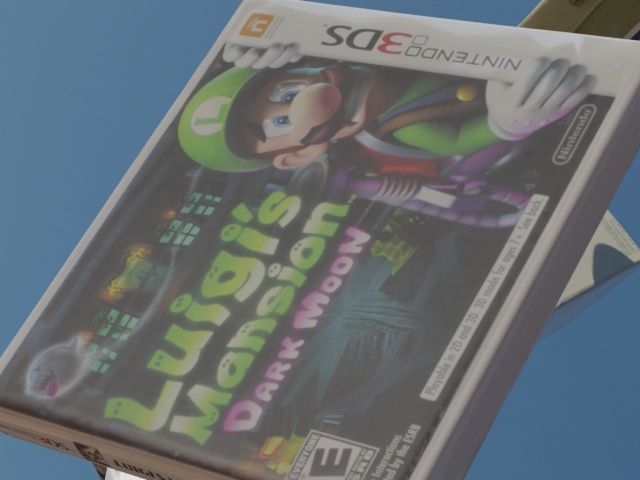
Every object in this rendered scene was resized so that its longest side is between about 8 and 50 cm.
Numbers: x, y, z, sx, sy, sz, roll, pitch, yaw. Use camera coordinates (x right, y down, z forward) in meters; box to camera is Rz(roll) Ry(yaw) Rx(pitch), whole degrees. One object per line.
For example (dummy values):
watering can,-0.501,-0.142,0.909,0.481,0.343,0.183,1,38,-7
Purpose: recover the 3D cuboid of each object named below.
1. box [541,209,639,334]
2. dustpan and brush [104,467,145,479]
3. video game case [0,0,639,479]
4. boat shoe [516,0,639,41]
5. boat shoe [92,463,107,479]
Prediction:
box,0.146,0.029,1.436,0.113,0.275,0.094,-41,-100,22
dustpan and brush,0.028,0.098,0.718,0.147,0.211,0.060,-90,-176,-67
video game case,0.000,0.000,0.620,0.173,0.190,0.022,12,-31,36
boat shoe,0.103,-0.072,1.085,0.094,0.302,0.109,49,-11,1
boat shoe,-0.105,0.150,1.488,0.132,0.130,0.355,14,-55,46
